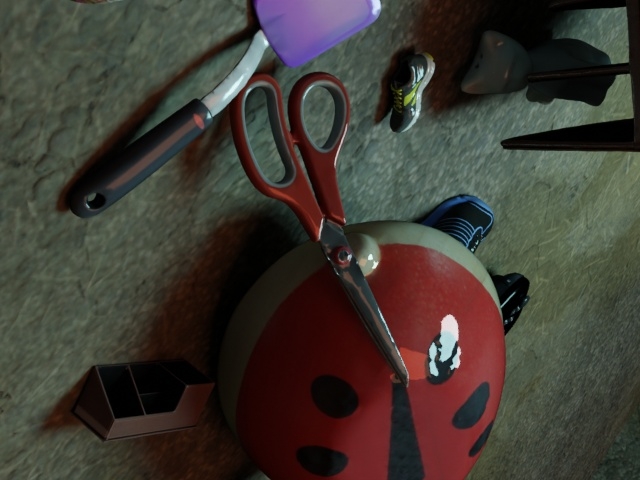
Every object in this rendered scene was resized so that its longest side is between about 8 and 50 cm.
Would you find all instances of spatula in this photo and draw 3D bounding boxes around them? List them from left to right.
[{"bbox_3d":[-0.075,-0.118,0.887,0.296,0.030,0.084,-43,133,-15],"label":"spatula"}]

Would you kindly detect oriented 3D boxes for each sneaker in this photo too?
[{"bbox_3d":[0.079,-0.143,1.118,0.035,0.031,0.083,-2,120,-40],"label":"sneaker"},{"bbox_3d":[0.141,0.018,1.323,0.232,0.090,0.081,-25,140,-43],"label":"sneaker"}]

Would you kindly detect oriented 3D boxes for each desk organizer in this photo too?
[{"bbox_3d":[-0.156,0.142,1.045,0.130,0.047,0.050,4,115,-59],"label":"desk organizer"}]

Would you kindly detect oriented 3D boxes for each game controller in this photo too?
[{"bbox_3d":[0.173,0.177,1.579,0.319,0.067,0.166,-44,151,-18],"label":"game controller"}]

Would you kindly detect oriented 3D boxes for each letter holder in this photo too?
[{"bbox_3d":[0.348,-0.183,1.208,0.302,0.214,0.152,-11,99,-35],"label":"letter holder"}]

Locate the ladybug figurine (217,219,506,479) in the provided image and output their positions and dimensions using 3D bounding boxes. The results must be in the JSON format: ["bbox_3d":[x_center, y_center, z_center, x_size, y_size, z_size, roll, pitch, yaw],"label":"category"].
[{"bbox_3d":[0.055,0.156,1.176,0.305,0.162,0.449,-20,142,-4],"label":"ladybug figurine"}]

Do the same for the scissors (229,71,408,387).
[{"bbox_3d":[0.000,0.000,0.972,0.109,0.021,0.297,-19,103,-27],"label":"scissors"}]

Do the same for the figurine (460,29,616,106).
[{"bbox_3d":[0.249,-0.237,1.229,0.209,0.092,0.215,-2,124,-47],"label":"figurine"}]

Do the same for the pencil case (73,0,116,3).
[{"bbox_3d":[-0.206,-0.181,0.476,0.386,0.167,0.160,-11,126,-53],"label":"pencil case"}]
